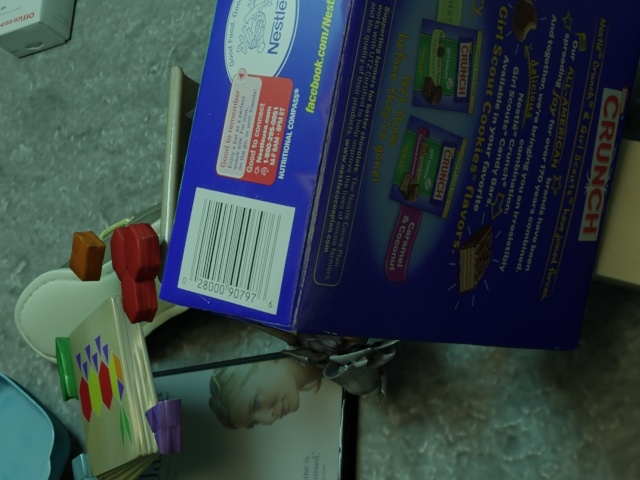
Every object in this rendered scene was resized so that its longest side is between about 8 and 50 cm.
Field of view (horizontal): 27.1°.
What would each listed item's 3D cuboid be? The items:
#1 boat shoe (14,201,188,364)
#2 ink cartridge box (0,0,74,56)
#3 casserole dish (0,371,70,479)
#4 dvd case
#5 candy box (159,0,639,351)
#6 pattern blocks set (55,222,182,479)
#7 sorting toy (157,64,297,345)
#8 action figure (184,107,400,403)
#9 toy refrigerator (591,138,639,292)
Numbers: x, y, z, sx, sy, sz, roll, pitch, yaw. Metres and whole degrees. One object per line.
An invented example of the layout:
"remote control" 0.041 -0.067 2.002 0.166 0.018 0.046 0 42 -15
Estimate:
"boat shoe" -0.180 0.037 1.272 0.305 0.109 0.091 -27 15 39
"ink cartridge box" -0.336 -0.287 1.558 0.088 0.052 0.122 -12 65 33
"casserole dish" -0.306 0.203 1.319 0.188 0.037 0.114 29 96 46
"dvd case" -0.078 0.192 1.172 0.253 0.022 0.180 -12 64 33
"candy box" 0.069 -0.070 0.854 0.122 0.317 0.268 13 92 42
"pattern blocks set" -0.175 0.129 1.136 0.325 0.026 0.285 163 100 -65
"sorting toy" -0.079 -0.024 1.144 0.038 0.208 0.193 -12 63 28
"action figure" 0.000 0.000 1.069 0.185 0.099 0.285 -15 97 52
"toy refrigerator" 0.177 -0.032 1.034 0.269 0.094 0.102 15 87 41
